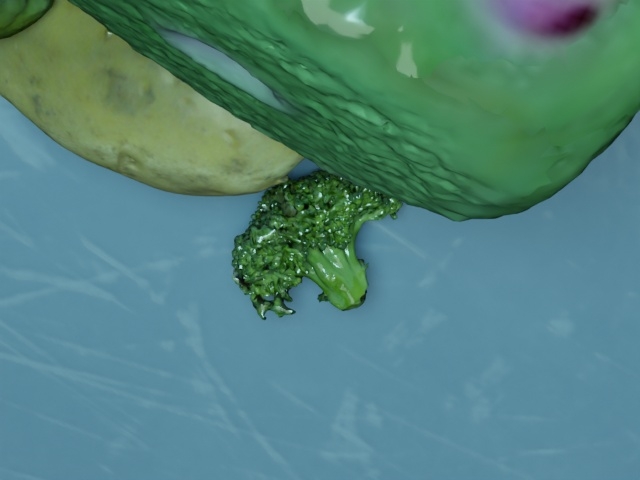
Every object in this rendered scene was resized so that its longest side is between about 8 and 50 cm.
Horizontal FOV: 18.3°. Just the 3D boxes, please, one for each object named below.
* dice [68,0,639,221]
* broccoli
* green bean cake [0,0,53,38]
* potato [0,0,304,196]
[{"bbox_3d":[0.038,-0.218,0.970,0.322,0.318,0.330,32,84,-11],"label":"dice"},{"bbox_3d":[0.000,0.000,1.242,0.092,0.097,0.095,53,140,-9],"label":"broccoli"},{"bbox_3d":[-0.263,-0.234,1.110,0.233,0.124,0.236,13,112,28],"label":"green bean cake"},{"bbox_3d":[-0.087,-0.102,1.189,0.234,0.128,0.161,-9,94,15],"label":"potato"}]
